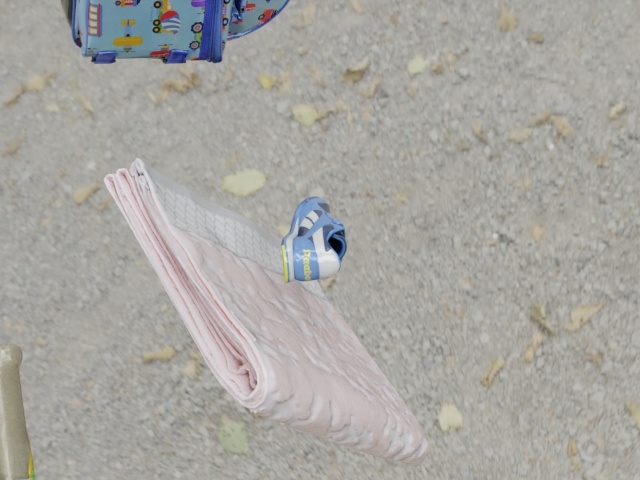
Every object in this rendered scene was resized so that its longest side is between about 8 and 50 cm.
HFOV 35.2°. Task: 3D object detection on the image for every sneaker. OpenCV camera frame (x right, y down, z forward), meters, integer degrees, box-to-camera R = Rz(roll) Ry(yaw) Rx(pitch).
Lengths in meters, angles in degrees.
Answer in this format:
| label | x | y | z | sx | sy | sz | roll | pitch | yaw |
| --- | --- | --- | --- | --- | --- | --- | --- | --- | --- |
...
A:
| label | x | y | z | sx | sy | sz | roll | pitch | yaw |
| --- | --- | --- | --- | --- | --- | --- | --- | --- | --- |
| sneaker | 0.000 | 0.000 | 0.999 | 0.059 | 0.053 | 0.144 | -3 | 27 | 10 |

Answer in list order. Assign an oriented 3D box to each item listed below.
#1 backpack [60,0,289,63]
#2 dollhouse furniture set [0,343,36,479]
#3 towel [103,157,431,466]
| label | x | y | z | sx | sy | sz | roll | pitch | yaw |
| --- | --- | --- | --- | --- | --- | --- | --- | --- | --- |
| backpack | -0.083 | -0.199 | 0.683 | 0.173 | 0.158 | 0.117 | -1 | 42 | -23 |
| dollhouse furniture set | -0.339 | 0.165 | 0.634 | 0.151 | 0.301 | 0.198 | -25 | 68 | 33 |
| towel | -0.043 | 0.077 | 1.020 | 0.053 | 0.332 | 0.317 | -43 | 55 | 11 |
